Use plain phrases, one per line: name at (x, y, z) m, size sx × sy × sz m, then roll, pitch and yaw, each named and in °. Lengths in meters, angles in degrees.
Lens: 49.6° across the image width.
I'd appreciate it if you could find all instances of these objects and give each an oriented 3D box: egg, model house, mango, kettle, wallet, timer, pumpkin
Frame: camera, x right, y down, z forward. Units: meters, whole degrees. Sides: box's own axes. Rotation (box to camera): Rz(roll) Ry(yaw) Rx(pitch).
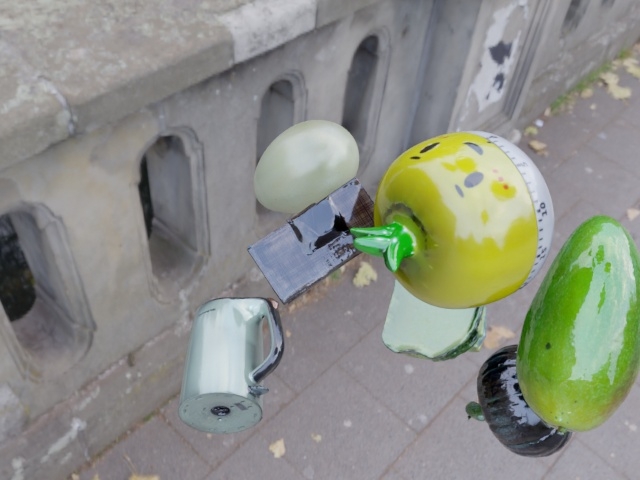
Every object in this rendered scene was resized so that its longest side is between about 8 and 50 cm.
egg at (-0.034, -0.158, 1.532) m, size 0.254 × 0.188 × 0.188 m, roll -32°, pitch 48°, yaw 15°
model house at (0.274, 0.202, 1.549) m, size 0.214 × 0.189 × 0.195 m, roll -1°, pitch 62°, yaw 26°
mango at (0.456, 0.143, 1.197) m, size 0.201 × 0.225 × 0.381 m, roll 11°, pitch 90°, yaw 23°
kettle at (-0.173, 0.240, 1.425) m, size 0.240 × 0.165 × 0.255 m, roll -24°, pitch 41°, yaw 22°
wallet at (0.000, 0.000, 1.191) m, size 0.230 × 0.042 × 0.124 m, roll -34°, pitch 93°, yaw -2°
timer at (0.167, -0.017, 1.002) m, size 0.286 × 0.285 × 0.285 m, roll 4°, pitch 47°, yaw -4°
pumpkin at (0.429, 0.362, 1.537) m, size 0.248 × 0.248 × 0.248 m, roll 4°, pitch 47°, yaw -4°
